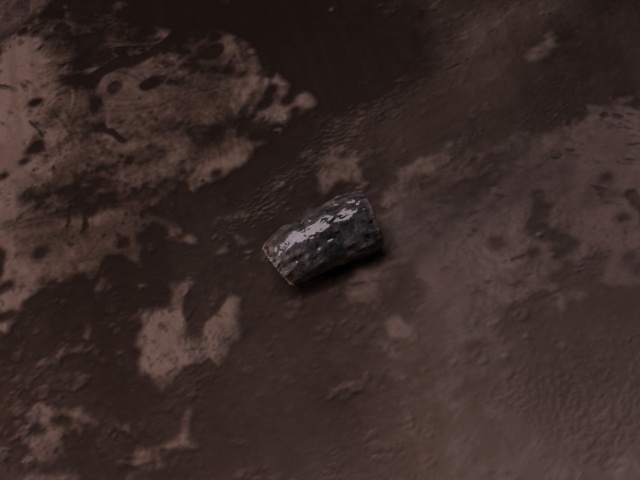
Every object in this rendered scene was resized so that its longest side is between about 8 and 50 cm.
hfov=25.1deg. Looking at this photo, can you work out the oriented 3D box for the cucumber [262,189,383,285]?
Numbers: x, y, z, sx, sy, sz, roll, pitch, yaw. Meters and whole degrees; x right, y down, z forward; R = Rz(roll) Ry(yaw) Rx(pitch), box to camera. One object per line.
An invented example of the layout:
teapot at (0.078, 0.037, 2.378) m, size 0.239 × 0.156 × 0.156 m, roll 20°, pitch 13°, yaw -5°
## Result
cucumber at (0.002, -0.001, 1.378) m, size 0.112 × 0.064 × 0.064 m, roll -25°, pitch 45°, yaw -1°
